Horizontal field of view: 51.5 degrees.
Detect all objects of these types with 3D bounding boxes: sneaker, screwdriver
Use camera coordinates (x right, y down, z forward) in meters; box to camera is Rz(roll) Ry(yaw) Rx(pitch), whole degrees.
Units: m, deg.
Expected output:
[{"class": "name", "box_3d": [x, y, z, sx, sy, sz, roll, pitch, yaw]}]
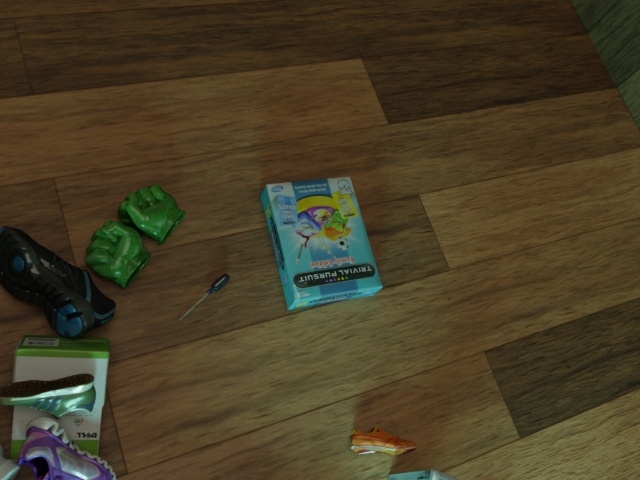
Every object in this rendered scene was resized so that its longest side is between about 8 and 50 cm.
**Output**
[{"class": "sneaker", "box_3d": [0.161, 0.499, 1.656, 0.175, 0.064, 0.068, 12, 54, -17]}, {"class": "sneaker", "box_3d": [-0.561, 0.335, 1.373, 0.192, 0.064, 0.086, -7, 112, -9]}, {"class": "sneaker", "box_3d": [-0.528, 0.476, 1.369, 0.236, 0.095, 0.105, 47, 27, -18]}, {"class": "screwdriver", "box_3d": [-0.295, 0.141, 1.675, 0.170, 0.024, 0.025, -39, 114, -26]}, {"class": "sneaker", "box_3d": [-0.626, 0.093, 1.543, 0.341, 0.125, 0.139, 42, 22, 14]}]

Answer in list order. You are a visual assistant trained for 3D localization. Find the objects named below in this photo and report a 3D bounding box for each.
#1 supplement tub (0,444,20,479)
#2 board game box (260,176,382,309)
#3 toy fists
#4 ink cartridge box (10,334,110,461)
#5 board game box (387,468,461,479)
[{"class": "supplement tub", "box_3d": [-0.755, 0.431, 1.293, 0.272, 0.191, 0.191, 37, 61, -1]}, {"class": "board game box", "box_3d": [0.000, 0.000, 1.805, 0.253, 0.079, 0.336, -8, 70, -22]}, {"class": "toy fists", "box_3d": [-0.465, -0.024, 1.646, 0.142, 0.096, 0.279, 34, 63, -1]}, {"class": "ink cartridge box", "box_3d": [-0.572, 0.347, 1.458, 0.188, 0.097, 0.256, 5, 99, -17]}, {"class": "board game box", "box_3d": [0.208, 0.688, 1.499, 0.097, 0.224, 0.304, 25, 62, -10]}]
